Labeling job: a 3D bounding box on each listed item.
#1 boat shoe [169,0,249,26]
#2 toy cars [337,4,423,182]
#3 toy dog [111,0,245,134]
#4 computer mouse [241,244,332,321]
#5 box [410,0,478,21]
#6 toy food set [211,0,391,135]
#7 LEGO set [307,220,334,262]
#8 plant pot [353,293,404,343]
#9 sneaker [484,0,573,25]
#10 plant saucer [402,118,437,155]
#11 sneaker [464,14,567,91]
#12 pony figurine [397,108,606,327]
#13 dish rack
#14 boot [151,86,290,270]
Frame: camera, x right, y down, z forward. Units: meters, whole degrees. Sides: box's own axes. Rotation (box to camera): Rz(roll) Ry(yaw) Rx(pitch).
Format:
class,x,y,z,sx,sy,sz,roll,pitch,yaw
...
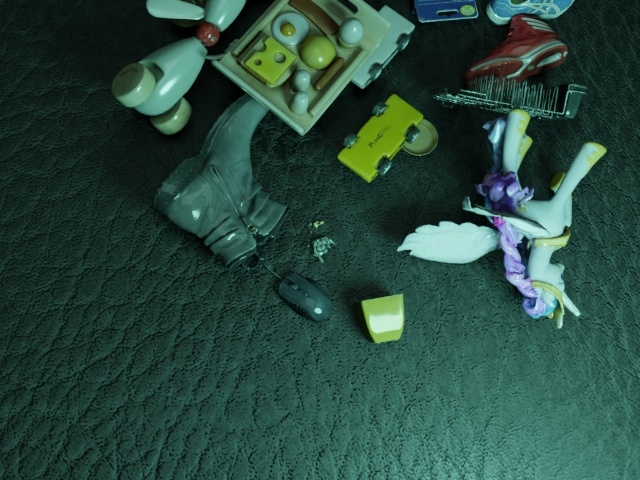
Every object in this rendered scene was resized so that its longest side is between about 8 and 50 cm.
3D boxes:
class,x,y,z,sx,sy,sz,roll,pitch,yaw
boat shoe,-0.190,-0.517,1.913,0.285,0.089,0.105,-25,103,-11
toy cars,0.110,-0.289,1.872,0.176,0.087,0.394,0,69,-6
toy dog,-0.287,-0.366,1.810,0.161,0.220,0.333,29,60,36
computer mouse,-0.074,0.066,1.759,0.242,0.041,0.071,38,73,6
box,0.252,-0.567,1.996,0.136,0.036,0.225,-6,72,-8
toy food set,-0.035,-0.375,1.779,0.219,0.092,0.306,38,68,2
LEGO set,-0.003,-0.001,1.797,0.054,0.023,0.083,-24,77,-13
plant pot,0.114,0.149,1.738,0.081,0.081,0.083,-9,86,-9
sneaker,0.460,-0.517,1.982,0.211,0.081,0.080,-18,74,-13
plant saucer,0.197,-0.209,1.890,0.083,0.015,0.084,2,72,-6
sneaker,0.394,-0.397,1.954,0.221,0.087,0.128,-15,54,-6
pony figurine,0.365,-0.049,1.736,0.350,0.302,0.364,20,72,-20
dish rack,0.362,-0.286,1.833,0.271,0.208,0.074,9,94,-7
boot,-0.143,-0.116,1.776,0.222,0.118,0.338,37,72,0
